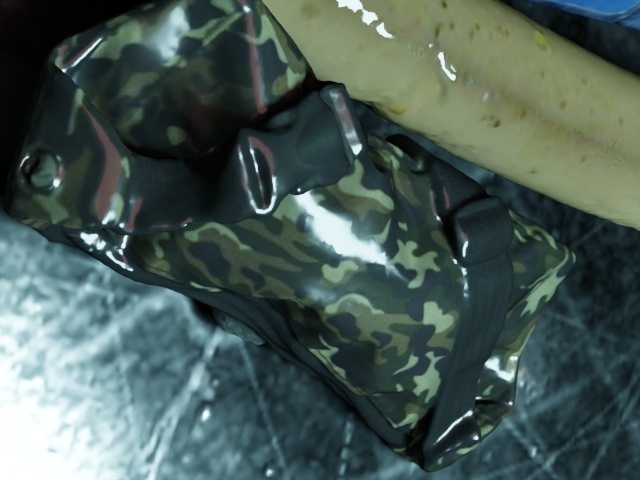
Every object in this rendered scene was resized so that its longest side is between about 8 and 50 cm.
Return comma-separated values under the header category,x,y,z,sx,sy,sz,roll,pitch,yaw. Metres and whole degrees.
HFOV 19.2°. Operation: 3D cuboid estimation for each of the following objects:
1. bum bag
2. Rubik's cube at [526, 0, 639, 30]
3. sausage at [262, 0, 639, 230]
category,x,y,z,sx,sy,sz,roll,pitch,yaw
bum bag,0.000,-0.001,0.655,0.248,0.069,0.102,36,84,-41
Rubik's cube,0.133,-0.246,0.529,0.287,0.293,0.292,8,66,-36
sausage,0.050,-0.067,0.687,0.301,0.066,0.066,23,83,-35
